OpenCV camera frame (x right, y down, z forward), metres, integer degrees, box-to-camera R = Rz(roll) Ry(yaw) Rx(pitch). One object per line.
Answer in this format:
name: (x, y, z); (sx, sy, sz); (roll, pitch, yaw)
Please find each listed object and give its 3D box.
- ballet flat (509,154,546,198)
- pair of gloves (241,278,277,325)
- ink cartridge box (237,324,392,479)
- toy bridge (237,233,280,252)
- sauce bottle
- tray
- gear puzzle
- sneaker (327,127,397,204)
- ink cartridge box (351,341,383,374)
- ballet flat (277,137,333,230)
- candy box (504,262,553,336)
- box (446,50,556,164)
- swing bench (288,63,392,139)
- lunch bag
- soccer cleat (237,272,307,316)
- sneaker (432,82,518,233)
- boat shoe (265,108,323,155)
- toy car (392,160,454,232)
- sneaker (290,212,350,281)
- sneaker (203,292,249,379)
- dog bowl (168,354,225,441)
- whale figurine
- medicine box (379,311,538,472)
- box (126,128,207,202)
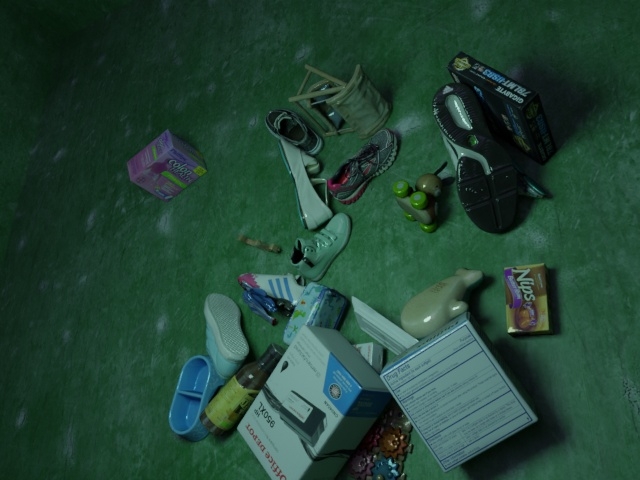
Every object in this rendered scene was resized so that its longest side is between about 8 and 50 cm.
ballet flat: (0.582, -0.170, 1.741); (0.070, 0.070, 0.188); (-37, 50, 13)
pair of gloves: (-0.204, 0.203, 1.989); (0.159, 0.198, 0.023); (37, 61, 16)
ink cartridge box: (-0.023, 0.485, 1.701); (0.285, 0.166, 0.394); (42, 105, 41)
toy bridge: (-0.215, 0.017, 2.168); (0.188, 0.063, 0.026); (15, 77, 39)
sauce bottle: (-0.244, 0.477, 1.931); (0.344, 0.111, 0.111); (-49, 51, 6)
tray: (0.189, 0.272, 1.723); (0.030, 0.145, 0.270); (-41, 48, -19)
gear puzzle: (0.181, 0.510, 1.675); (0.176, 0.044, 0.338); (5, 70, 35)
sneaker: (0.147, -0.259, 2.032); (0.299, 0.112, 0.121); (-52, 50, 0)
ink cartridge box: (0.122, 0.354, 1.771); (0.123, 0.052, 0.088); (-16, 59, 40)
ballet flat: (-0.047, -0.215, 2.146); (0.139, 0.139, 0.399); (-29, 59, 19)
candy box: (0.554, 0.159, 1.594); (0.109, 0.053, 0.186); (-9, 64, 30)
box: (0.524, -0.381, 1.722); (0.073, 0.295, 0.293); (-47, 52, 3)
swing bench: (0.076, -0.481, 2.097); (0.255, 0.253, 0.165); (16, 77, 38)
lunch bag: (-0.010, 0.246, 1.850); (0.090, 0.176, 0.218); (20, 82, 33)
soccer cleat: (-0.140, 0.164, 2.034); (0.331, 0.116, 0.143); (20, 58, 41)
sneaker: (0.470, -0.246, 1.788); (0.169, 0.257, 0.447); (-20, 91, 16)
boat shoe: (-0.118, -0.440, 2.291); (0.335, 0.119, 0.121); (36, 90, 39)
toy car: (0.340, -0.150, 1.837); (0.188, 0.155, 0.149); (-43, 50, -7)
sneaker: (0.000, 0.001, 1.977); (0.094, 0.151, 0.255); (23, 80, 41)
sneaker: (-0.349, 0.324, 2.047); (0.150, 0.135, 0.365); (-60, 27, 20)
dog bowl: (-0.428, 0.532, 2.051); (0.166, 0.074, 0.296); (1, 68, 34)
whale figurine: (0.355, 0.191, 1.675); (0.272, 0.141, 0.216); (-41, 17, -17)
medicine box: (0.343, 0.372, 1.494); (0.264, 0.149, 0.289); (-36, 82, 14)
box: (-0.646, -0.310, 2.518); (0.243, 0.214, 0.117); (-35, 53, 14)
